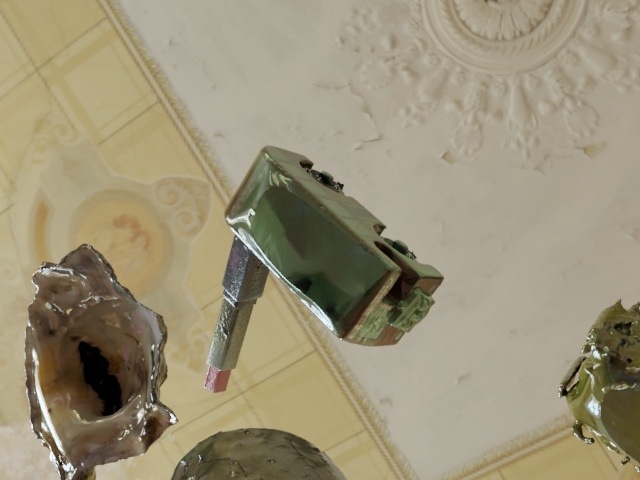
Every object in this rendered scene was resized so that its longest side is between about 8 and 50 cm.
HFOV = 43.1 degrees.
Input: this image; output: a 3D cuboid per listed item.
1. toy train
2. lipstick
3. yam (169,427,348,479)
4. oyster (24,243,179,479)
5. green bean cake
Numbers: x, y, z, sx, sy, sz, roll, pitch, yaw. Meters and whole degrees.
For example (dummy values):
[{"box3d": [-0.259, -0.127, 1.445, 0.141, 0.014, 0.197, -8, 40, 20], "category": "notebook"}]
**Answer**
[{"box3d": [0.000, 0.000, 1.038, 0.326, 0.159, 0.129, 44, -72, 29], "category": "toy train"}, {"box3d": [-0.136, 0.125, 1.268, 0.051, 0.051, 0.312, 40, -55, 35], "category": "lipstick"}, {"box3d": [-0.025, 0.220, 0.499, 0.154, 0.254, 0.154, -2, -77, -9], "category": "yam"}, {"box3d": [-0.238, 0.151, 0.874, 0.271, 0.100, 0.275, -19, -94, 46], "category": "oyster"}, {"box3d": [0.479, 0.193, 1.047, 0.310, 0.202, 0.285, 31, -54, 27], "category": "green bean cake"}]
